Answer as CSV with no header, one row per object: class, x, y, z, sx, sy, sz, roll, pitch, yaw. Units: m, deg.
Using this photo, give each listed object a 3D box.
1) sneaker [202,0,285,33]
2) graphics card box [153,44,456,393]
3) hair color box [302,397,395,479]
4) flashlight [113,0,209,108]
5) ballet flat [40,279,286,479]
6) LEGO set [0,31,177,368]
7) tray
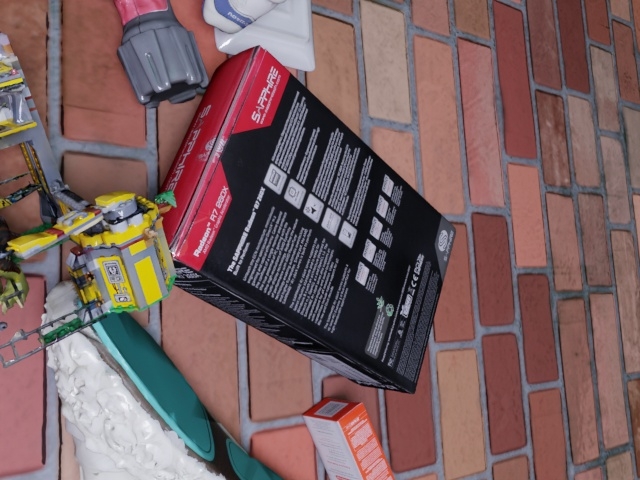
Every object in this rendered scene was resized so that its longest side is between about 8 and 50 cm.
sneaker,-0.127,-0.363,0.674,0.112,0.131,0.296,12,50,-56
graphics card box,0.000,0.000,0.681,0.371,0.094,0.232,35,63,-37
hair color box,0.039,0.257,0.714,0.043,0.072,0.141,-27,100,-36
flashlight,-0.202,-0.289,0.608,0.103,0.103,0.303,-24,96,-38
ballet flat,-0.131,0.221,0.566,0.409,0.147,0.147,51,57,-18
LEGO set,-0.279,-0.022,0.410,0.331,0.255,0.192,-24,124,-25
tray,-0.066,-0.354,0.765,0.145,0.030,0.270,2,81,-37
